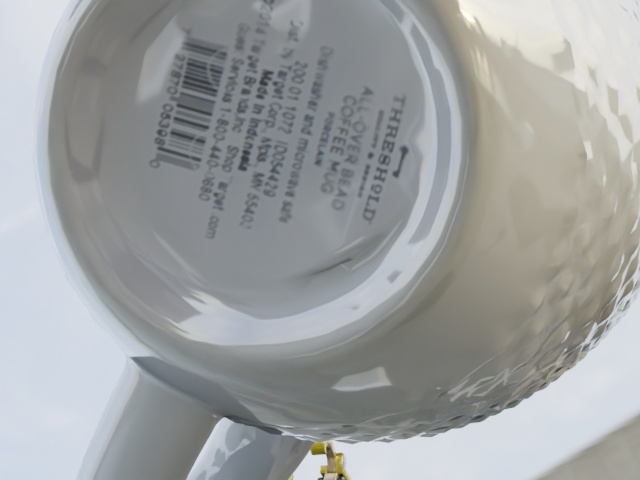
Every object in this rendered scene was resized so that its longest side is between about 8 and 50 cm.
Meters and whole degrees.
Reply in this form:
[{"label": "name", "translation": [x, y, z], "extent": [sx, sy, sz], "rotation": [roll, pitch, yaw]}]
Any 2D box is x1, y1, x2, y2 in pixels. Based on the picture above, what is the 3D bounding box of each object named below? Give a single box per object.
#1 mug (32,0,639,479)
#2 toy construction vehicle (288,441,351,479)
[{"label": "mug", "translation": [0.000, 0.000, 0.635], "extent": [0.374, 0.276, 0.328], "rotation": [-62, -13, 10]}, {"label": "toy construction vehicle", "translation": [-0.018, 0.201, 1.188], "extent": [0.086, 0.035, 0.098], "rotation": [-5, -38, 21]}]
